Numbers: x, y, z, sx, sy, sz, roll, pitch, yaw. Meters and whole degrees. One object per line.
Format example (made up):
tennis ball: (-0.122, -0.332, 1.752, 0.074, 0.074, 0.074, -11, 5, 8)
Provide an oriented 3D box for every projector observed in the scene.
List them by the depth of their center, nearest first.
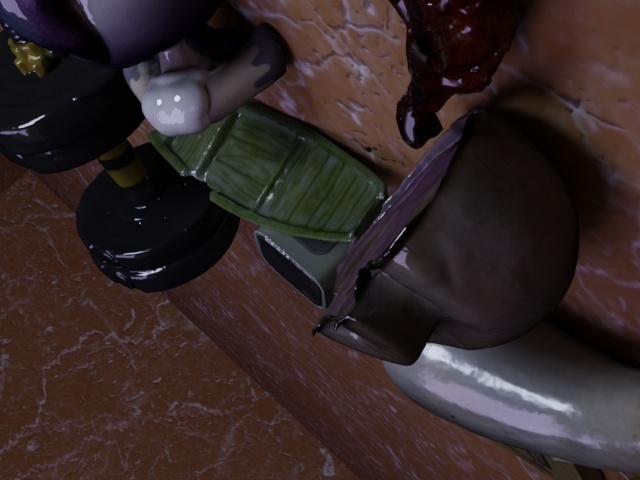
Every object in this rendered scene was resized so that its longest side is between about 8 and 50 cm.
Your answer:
projector: (0.000, 0.000, 0.724, 0.083, 0.082, 0.083, 40, 164, 16)

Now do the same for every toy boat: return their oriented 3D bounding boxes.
toy boat: (-0.042, -0.058, 0.675, 0.293, 0.093, 0.055, 30, 177, 45)

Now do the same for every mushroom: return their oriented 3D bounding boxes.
mushroom: (0.077, 0.008, 0.456, 0.117, 0.141, 0.188, 22, 167, -1)
mushroom: (0.158, 0.097, 0.561, 0.270, 0.103, 0.118, 13, 150, 46)

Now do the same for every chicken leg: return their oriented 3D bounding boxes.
chicken leg: (0.048, -0.114, 0.361, 0.089, 0.048, 0.219, 36, 163, 39)

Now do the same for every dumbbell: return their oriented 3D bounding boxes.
dumbbell: (-0.214, -0.090, 0.858, 0.185, 0.185, 0.388, 34, 161, 36)

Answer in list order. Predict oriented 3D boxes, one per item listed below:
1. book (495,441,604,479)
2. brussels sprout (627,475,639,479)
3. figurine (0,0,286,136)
book: (0.173, 0.148, 0.773, 0.161, 0.026, 0.231, 26, 156, 50)
brussels sprout: (0.237, 0.315, 0.564, 0.247, 0.328, 0.328, 51, 166, 10)
figurine: (-0.137, -0.161, 0.545, 0.145, 0.145, 0.222, 29, 163, 45)
